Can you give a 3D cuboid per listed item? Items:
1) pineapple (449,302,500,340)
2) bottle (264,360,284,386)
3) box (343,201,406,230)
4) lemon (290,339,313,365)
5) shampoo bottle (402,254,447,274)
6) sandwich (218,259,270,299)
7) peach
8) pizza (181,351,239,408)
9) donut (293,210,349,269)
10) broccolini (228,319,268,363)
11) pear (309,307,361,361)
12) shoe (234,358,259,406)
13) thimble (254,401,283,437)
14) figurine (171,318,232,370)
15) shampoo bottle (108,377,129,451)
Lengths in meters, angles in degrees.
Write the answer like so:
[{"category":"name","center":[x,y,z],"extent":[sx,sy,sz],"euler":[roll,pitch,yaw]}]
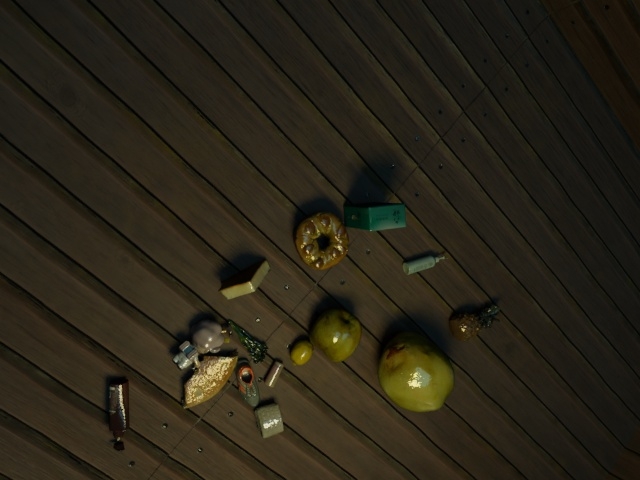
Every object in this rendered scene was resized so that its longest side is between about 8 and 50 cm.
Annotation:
[{"category":"pineapple","center":[0.698,0.358,2.016],"extent":[0.248,0.128,0.128],"euler":[-17,99,-23]},{"category":"bottle","center":[-0.179,0.515,1.748],"extent":[0.045,0.045,0.096],"euler":[30,81,-19]},{"category":"box","center":[0.202,-0.096,1.736],"extent":[0.154,0.245,0.092],"euler":[-6,99,-18]},{"category":"lemon","center":[-0.075,0.439,1.759],"extent":[0.082,0.082,0.110],"euler":[41,87,-18]},{"category":"shampoo bottle","center":[0.449,0.097,1.939],"extent":[0.195,0.056,0.056],"euler":[-14,98,-19]},{"category":"sandwich","center":[-0.286,0.145,1.660],"extent":[0.163,0.193,0.058],"euler":[-18,106,19]},{"category":"peach","center":[0.376,0.533,1.816],"extent":[0.281,0.314,0.316],"euler":[-44,148,2]},{"category":"pizza","center":[-0.411,0.505,1.657],"extent":[0.134,0.056,0.271],"euler":[39,82,-20]},{"category":"donut","center":[0.002,0.000,1.739],"extent":[0.227,0.114,0.226],"euler":[-1,94,-20]},{"category":"broccolini","center":[-0.281,0.378,1.709],"extent":[0.201,0.074,0.058],"euler":[44,122,0]},{"category":"pear","center":[0.060,0.359,1.745],"extent":[0.200,0.200,0.199],"euler":[-1,94,-20]},{"category":"shoe","center":[-0.272,0.545,1.697],"extent":[0.074,0.077,0.194],"euler":[-17,99,-19]},{"category":"thimble","center":[-0.197,0.686,1.724],"extent":[0.090,0.102,0.115],"euler":[-13,69,-18]},{"category":"figurine","center":[-0.427,0.362,1.612],"extent":[0.229,0.137,0.111],"euler":[-42,149,-17]},{"category":"shampoo bottle","center":[-0.692,0.599,1.554],"extent":[0.067,0.068,0.236],"euler":[0,94,-22]}]
